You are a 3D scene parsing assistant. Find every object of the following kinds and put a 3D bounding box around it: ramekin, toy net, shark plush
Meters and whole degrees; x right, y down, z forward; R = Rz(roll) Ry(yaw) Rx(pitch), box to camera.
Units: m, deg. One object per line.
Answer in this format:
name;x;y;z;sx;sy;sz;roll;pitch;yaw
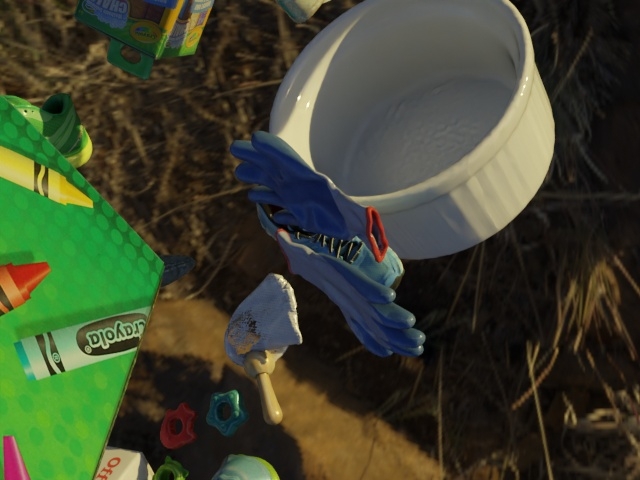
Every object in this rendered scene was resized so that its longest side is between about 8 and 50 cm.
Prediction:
ramekin;0.100;-0.114;1.385;0.277;0.277;0.135;-24;138;14
toy net;-0.074;0.141;1.247;0.122;0.045;0.232;15;89;34
shark plush;-0.207;0.030;1.477;0.067;0.161;0.073;-14;74;32

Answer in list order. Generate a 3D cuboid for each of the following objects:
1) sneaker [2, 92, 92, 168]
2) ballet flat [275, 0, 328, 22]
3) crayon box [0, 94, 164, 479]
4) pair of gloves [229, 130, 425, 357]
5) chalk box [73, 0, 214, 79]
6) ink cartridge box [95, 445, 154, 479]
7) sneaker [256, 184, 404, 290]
sneaker;-0.425;-0.123;1.801;0.109;0.295;0.123;-1;107;33
ballet flat;0.018;-0.241;1.129;0.168;0.057;0.052;-47;124;-23
crayon box;-0.189;0.084;0.393;0.278;0.165;0.081;-24;122;28
pair of gloves;0.005;0.009;1.006;0.023;0.159;0.198;-39;135;-20
chalk box;-0.222;-0.316;1.792;0.132;0.132;0.213;26;106;11
ink cartridge box;-0.267;0.261;1.288;0.203;0.148;0.085;3;128;30
sneaker;0.000;0.000;1.221;0.162;0.073;0.063;33;85;21
